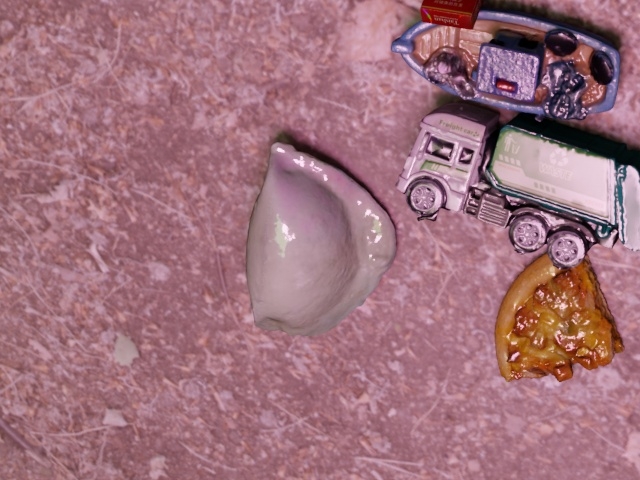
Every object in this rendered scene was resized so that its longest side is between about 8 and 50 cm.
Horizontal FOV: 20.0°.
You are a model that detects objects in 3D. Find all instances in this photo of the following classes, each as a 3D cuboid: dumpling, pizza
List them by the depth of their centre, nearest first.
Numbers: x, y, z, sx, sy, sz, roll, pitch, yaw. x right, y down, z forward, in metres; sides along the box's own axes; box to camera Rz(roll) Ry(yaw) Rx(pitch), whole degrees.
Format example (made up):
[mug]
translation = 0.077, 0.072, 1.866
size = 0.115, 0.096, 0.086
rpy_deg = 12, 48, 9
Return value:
[pizza]
translation = 0.248, 0.085, 1.861
size = 0.134, 0.046, 0.175
rpy_deg = 21, 121, 12
[dumpling]
translation = -0.010, -0.002, 1.907
size = 0.105, 0.149, 0.217
rpy_deg = 29, 126, 54

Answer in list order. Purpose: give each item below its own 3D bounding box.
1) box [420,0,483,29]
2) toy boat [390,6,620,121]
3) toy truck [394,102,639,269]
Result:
[box]
translation = 0.131, -0.241, 1.725
size = 0.051, 0.082, 0.023
rpy_deg = 12, 150, 16
[toy boat]
translation = 0.176, -0.168, 1.734
size = 0.223, 0.097, 0.100
rpy_deg = 12, 116, 16
[toy truck]
translation = 0.208, -0.054, 1.774
size = 0.253, 0.114, 0.124
rpy_deg = 21, 108, 12
